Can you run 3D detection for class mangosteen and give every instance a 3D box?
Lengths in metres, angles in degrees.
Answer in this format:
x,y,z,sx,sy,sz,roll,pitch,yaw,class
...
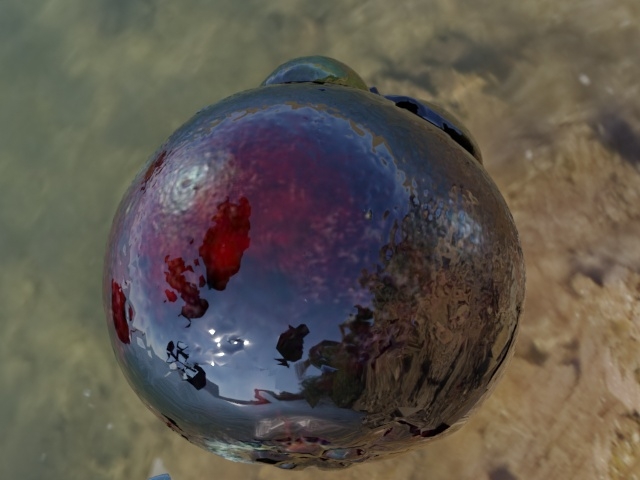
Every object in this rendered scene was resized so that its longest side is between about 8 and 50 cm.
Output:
x,y,z,sx,sy,sz,roll,pitch,yaw,class
-0.004,0.011,0.690,0.300,0.300,0.300,-12,63,24,mangosteen

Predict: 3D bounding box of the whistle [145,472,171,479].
x,y,z,sx,sy,sz,roll,pitch,yaw,class
-0.179,0.237,0.892,0.100,0.035,0.035,-24,53,-20,whistle
